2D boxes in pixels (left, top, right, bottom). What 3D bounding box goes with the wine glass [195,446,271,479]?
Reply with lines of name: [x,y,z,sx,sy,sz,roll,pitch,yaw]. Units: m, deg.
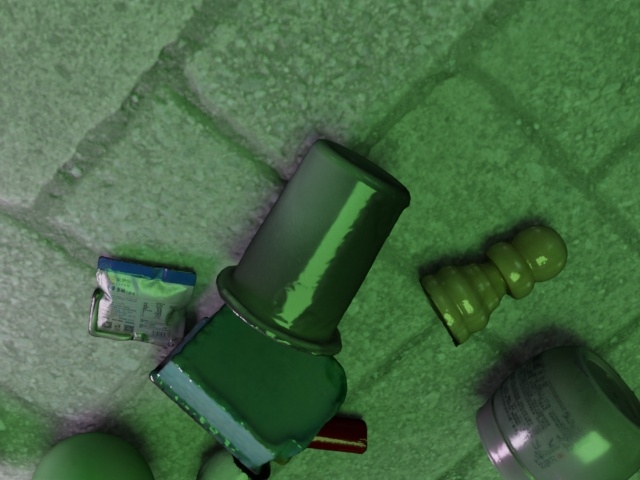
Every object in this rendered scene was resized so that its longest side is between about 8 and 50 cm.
wine glass: [-0.211,0.510,1.441,0.126,0.126,0.241,36,111,-24]

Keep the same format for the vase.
vase: [0.000,0.000,1.154,0.245,0.245,0.291,26,103,-20]

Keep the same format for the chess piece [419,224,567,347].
chess piece: [0.318,0.065,1.284,0.260,0.143,0.143,-31,118,1]

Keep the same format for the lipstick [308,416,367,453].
lipstick: [-0.043,0.376,1.424,0.279,0.073,0.073,10,116,-13]

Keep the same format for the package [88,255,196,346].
package: [-0.316,0.113,1.266,0.171,0.027,0.173,12,117,-11]

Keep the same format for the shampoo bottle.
shampoo bottle: [0.463,0.358,1.372,0.273,0.273,0.266,35,117,-23]

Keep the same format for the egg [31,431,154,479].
egg: [-0.419,0.485,1.341,0.220,0.220,0.270,-23,124,5]

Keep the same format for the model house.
model house: [-0.143,0.269,1.277,0.280,0.230,0.249,44,141,0]
